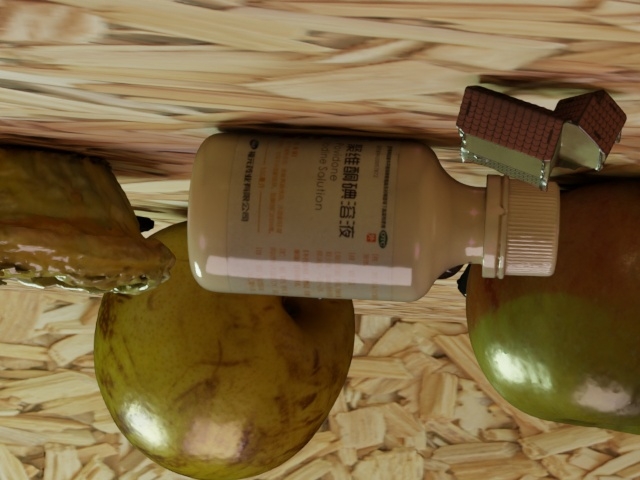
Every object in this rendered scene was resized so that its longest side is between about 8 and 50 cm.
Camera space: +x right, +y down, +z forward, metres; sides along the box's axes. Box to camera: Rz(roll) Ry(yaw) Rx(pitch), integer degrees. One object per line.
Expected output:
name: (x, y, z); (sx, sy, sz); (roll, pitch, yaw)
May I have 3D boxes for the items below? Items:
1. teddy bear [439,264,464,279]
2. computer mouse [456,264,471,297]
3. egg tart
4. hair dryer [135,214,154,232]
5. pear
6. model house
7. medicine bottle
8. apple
teddy bear: (0.080, 0.023, 1.716); (0.119, 0.078, 0.160); (13, 171, -40)
computer mouse: (0.228, 0.010, 1.506); (0.217, 0.074, 0.122); (-5, -174, 4)
egg tart: (-0.250, -0.011, 1.385); (0.288, 0.118, 0.288); (2, 173, 0)
hair dryer: (-0.276, -0.020, 1.681); (0.248, 0.071, 0.114); (-3, 180, -45)
pear: (-0.099, 0.107, 1.740); (0.280, 0.281, 0.281); (4, 175, 0)
model house: (0.124, -0.065, 0.952); (0.083, 0.057, 0.058); (22, 153, 17)
medicine bottle: (0.039, -0.014, 1.171); (0.252, 0.114, 0.114); (4, 175, 5)
apple: (0.234, 0.053, 1.322); (0.260, 0.194, 0.261); (5, 173, 1)
